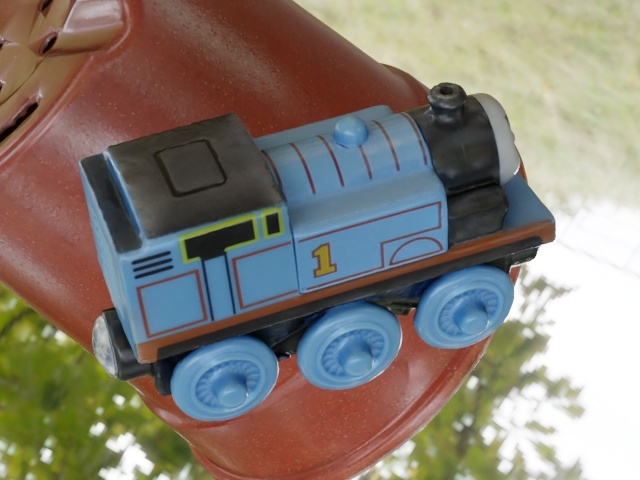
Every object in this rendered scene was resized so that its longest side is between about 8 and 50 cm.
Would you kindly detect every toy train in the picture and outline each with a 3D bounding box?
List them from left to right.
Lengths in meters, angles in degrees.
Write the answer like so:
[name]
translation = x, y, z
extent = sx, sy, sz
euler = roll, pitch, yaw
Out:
[toy train]
translation = 0.000, 0.000, 0.568
extent = 0.184, 0.105, 0.080
euler = -16, -137, -12

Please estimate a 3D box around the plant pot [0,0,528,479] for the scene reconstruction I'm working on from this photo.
[plant pot]
translation = -0.071, -0.037, 0.827
extent = 0.265, 0.272, 0.272
euler = 38, -170, -34
